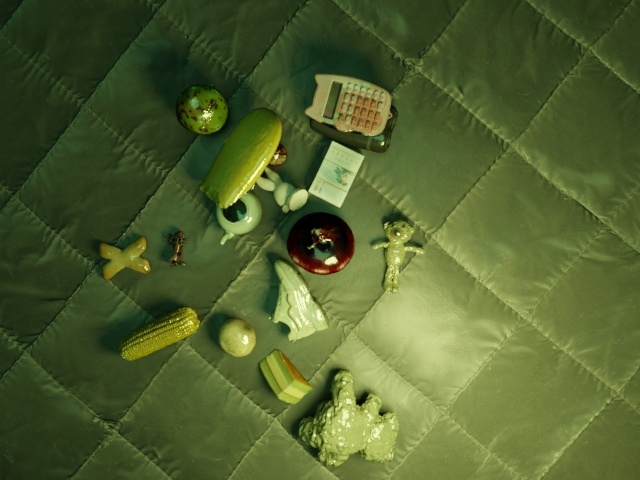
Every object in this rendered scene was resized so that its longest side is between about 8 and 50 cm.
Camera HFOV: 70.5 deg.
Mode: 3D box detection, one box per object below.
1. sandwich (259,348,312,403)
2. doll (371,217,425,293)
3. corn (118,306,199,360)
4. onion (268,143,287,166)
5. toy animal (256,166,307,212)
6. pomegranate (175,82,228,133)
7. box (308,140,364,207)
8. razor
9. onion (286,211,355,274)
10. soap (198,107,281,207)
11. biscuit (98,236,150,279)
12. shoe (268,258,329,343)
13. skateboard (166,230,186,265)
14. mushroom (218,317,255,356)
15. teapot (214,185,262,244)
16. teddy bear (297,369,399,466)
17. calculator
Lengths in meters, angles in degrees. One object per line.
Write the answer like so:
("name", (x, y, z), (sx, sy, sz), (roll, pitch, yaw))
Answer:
("sandwich", (-0.148, 0.571, 1.904), (0.117, 0.144, 0.187), (-41, 52, 2))
("doll", (0.296, 0.059, 1.849), (0.202, 0.091, 0.286), (35, 103, 14))
("corn", (-0.669, 0.385, 1.872), (0.344, 0.131, 0.131), (-25, 89, 4))
("onion", (-0.191, -0.356, 1.864), (0.107, 0.097, 0.107), (-6, 125, -8))
("toy animal", (-0.166, -0.204, 1.868), (0.220, 0.131, 0.103), (35, 63, 26))
("pomegranate", (-0.481, -0.547, 1.833), (0.210, 0.211, 0.263), (-11, 65, 3))
("box", (0.064, -0.269, 1.861), (0.149, 0.067, 0.233), (26, 92, 3))
("razor", (0.133, -0.490, 1.833), (0.348, 0.113, 0.205), (20, 88, 5))
("onion", (0.000, 0.000, 1.770), (0.272, 0.285, 0.273), (-2, 68, 4))
("soap", (-0.308, -0.335, 1.803), (0.115, 0.306, 0.427), (30, 99, -40))
("biscuit", (-0.835, 0.075, 1.922), (0.207, 0.047, 0.165), (-9, 89, 3))
("shoe", (-0.130, 0.253, 1.842), (0.210, 0.132, 0.342), (-31, 92, 0))
("skateboard", (-0.612, 0.034, 1.909), (0.080, 0.067, 0.152), (5, 85, 13))
("mushroom", (-0.341, 0.398, 1.861), (0.166, 0.127, 0.167), (5, 103, 23))
("teapot", (-0.337, -0.123, 1.852), (0.193, 0.129, 0.295), (23, 92, 2))
("teddy bear", (0.138, 0.759, 1.821), (0.367, 0.224, 0.358), (33, 90, -13))
("calculator", (0.117, -0.521, 1.760), (0.329, 0.048, 0.220), (16, 83, 3))
